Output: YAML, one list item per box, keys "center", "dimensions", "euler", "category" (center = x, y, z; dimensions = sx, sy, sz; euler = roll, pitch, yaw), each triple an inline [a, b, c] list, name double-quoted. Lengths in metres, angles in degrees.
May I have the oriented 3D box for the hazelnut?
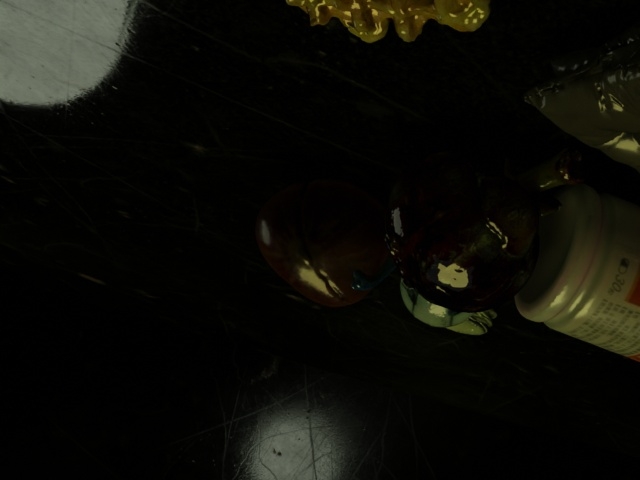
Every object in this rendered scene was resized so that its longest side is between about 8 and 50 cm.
- center: [0.000, 0.000, 1.342]
  dimensions: [0.229, 0.229, 0.229]
  euler: [17, 162, 5]
  category: "hazelnut"

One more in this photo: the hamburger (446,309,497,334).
- center: [0.310, 0.161, 1.765]
  dimensions: [0.133, 0.062, 0.140]
  euler: [33, 159, -36]
  category: "hamburger"

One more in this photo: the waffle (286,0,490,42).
- center: [0.028, -0.285, 0.708]
  dimensions: [0.325, 0.068, 0.302]
  euler: [24, 162, -23]
  category: "waffle"

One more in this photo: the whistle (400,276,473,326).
- center: [0.225, 0.092, 1.491]
  dimensions: [0.163, 0.163, 0.290]
  euler: [14, 161, 15]
  category: "whistle"

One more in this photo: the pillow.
- center: [0.401, -0.117, 0.798]
  dimensions: [0.326, 0.101, 0.228]
  euler: [27, 164, -19]
  category: "pillow"

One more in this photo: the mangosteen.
- center: [0.225, -0.029, 1.089]
  dimensions: [0.289, 0.231, 0.231]
  euler: [-26, 143, 20]
  category: "mangosteen"

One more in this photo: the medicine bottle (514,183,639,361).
- center: [0.450, 0.065, 1.110]
  dimensions: [0.315, 0.202, 0.202]
  euler: [20, 162, -5]
  category: "medicine bottle"

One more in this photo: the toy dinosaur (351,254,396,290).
- center: [0.181, 0.028, 1.294]
  dimensions: [0.247, 0.188, 0.075]
  euler: [23, 168, -20]
  category: "toy dinosaur"
